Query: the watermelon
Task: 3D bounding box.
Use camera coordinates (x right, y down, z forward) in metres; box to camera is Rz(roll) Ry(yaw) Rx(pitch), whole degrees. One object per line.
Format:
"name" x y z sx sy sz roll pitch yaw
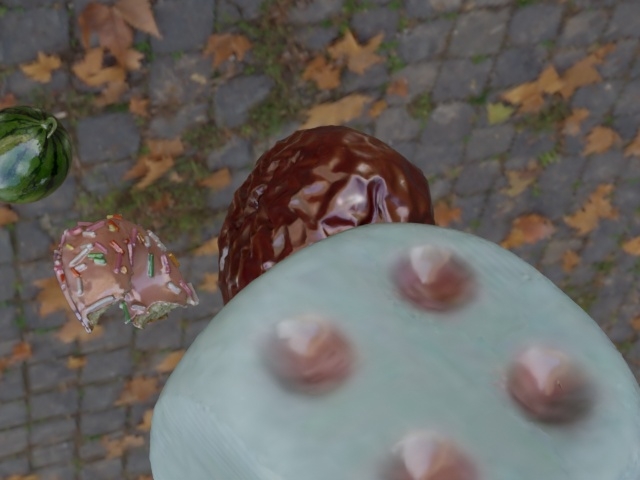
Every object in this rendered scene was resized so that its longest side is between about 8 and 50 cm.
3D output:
"watermelon" -0.290 -0.088 1.153 0.109 0.109 0.109 -16 147 -11

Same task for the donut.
"donut" -0.183 0.024 1.075 0.065 0.117 0.166 -33 170 13

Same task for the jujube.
"jujube" 0.000 0.000 1.193 0.213 0.213 0.232 24 94 -49

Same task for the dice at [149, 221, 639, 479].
"dice" 0.054 0.166 0.839 0.262 0.268 0.265 -30 148 -30
